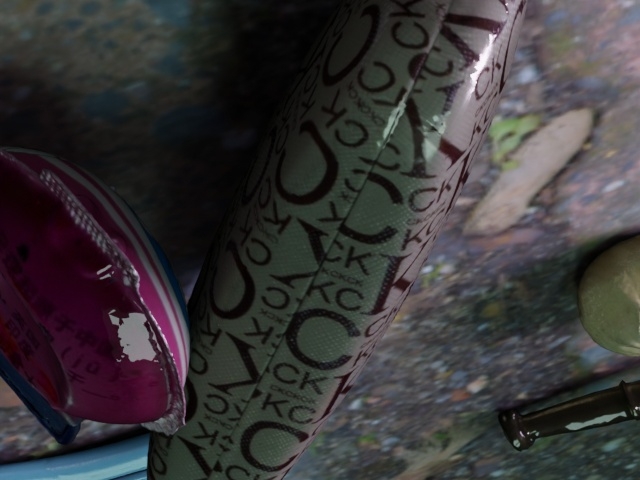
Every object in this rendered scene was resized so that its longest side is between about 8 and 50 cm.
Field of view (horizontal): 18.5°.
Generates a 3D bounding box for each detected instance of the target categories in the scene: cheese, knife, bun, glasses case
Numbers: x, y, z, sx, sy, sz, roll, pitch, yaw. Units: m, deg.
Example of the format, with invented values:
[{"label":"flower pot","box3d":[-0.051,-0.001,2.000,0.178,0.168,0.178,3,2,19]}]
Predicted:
[{"label":"cheese","box3d":[-0.115,0.031,0.851,0.062,0.155,0.244,-38,173,-24]},{"label":"knife","box3d":[-0.126,0.132,1.089,0.222,0.031,0.064,-14,145,-8]},{"label":"bun","box3d":[0.185,0.035,1.081,0.086,0.055,0.086,-14,149,-9]},{"label":"glasses case","box3d":[0.000,0.000,0.847,0.085,0.137,0.355,24,137,-4]}]

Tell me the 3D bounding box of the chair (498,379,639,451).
[{"label":"chair","box3d":[0.412,0.213,1.209,0.410,0.362,0.364,-30,147,11]}]
